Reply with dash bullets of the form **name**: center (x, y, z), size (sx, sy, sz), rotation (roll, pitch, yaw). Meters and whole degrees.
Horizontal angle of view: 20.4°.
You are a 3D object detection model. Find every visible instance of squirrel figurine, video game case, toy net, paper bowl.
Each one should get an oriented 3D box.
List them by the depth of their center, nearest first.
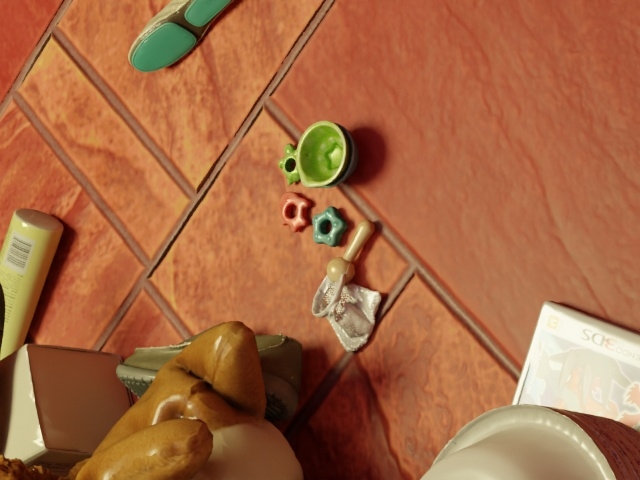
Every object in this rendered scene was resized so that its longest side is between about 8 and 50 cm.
- **paper bowl**: center (0.167, 0.278, 1.477), size (0.284, 0.148, 0.284), rotation (-22, 62, 49)
- **video game case**: center (0.247, 0.175, 1.596), size (0.183, 0.023, 0.201), rotation (21, 97, 40)
- **squirrel figurine**: center (-0.213, 0.302, 1.703), size (0.397, 0.370, 0.281), rotation (-20, 100, 48)
- **toy net**: center (0.000, 0.000, 1.810), size (0.122, 0.045, 0.232), rotation (-15, 74, 37)

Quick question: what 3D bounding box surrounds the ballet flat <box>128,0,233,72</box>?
- **ballet flat**: center (-0.148, -0.250, 1.974), size (0.168, 0.057, 0.052), rotation (-37, 34, 26)

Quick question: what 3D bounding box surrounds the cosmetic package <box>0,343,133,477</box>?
- **cosmetic package**: center (-0.361, 0.235, 2.005), size (0.296, 0.153, 0.129), rotation (-29, 64, 31)

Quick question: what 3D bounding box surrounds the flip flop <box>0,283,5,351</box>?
- **flip flop**: center (-0.399, 0.156, 1.897), size (0.080, 0.112, 0.277), rotation (174, 104, -67)

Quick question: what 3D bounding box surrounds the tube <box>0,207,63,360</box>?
- **tube**: center (-0.368, 0.080, 2.100), size (0.070, 0.062, 0.240), rotation (-94, 24, -73)

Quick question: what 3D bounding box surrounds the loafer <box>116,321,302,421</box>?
- **loafer**: center (-0.109, 0.138, 1.866), size (0.251, 0.094, 0.087), rotation (0, 50, 40)
